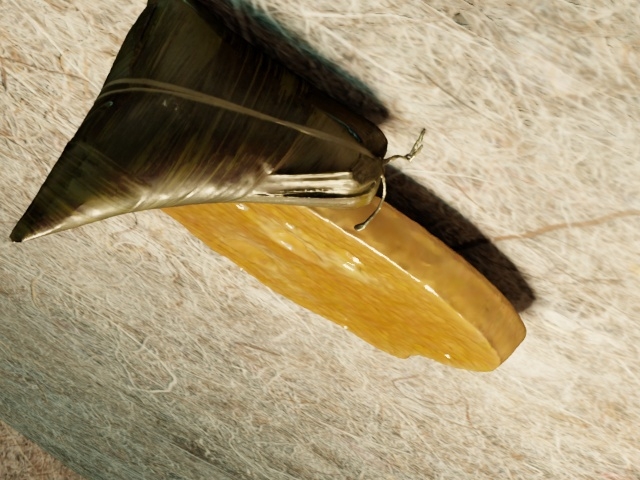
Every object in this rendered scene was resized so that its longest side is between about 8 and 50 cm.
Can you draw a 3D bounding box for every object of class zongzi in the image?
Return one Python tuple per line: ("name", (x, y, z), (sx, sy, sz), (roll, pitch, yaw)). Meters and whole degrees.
("zongzi", (-0.081, -0.038, 1.542), (0.247, 0.241, 0.111), (32, 163, -9))

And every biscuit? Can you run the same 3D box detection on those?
("biscuit", (0.001, -0.002, 1.825), (0.385, 0.062, 0.365), (35, 165, -18))
